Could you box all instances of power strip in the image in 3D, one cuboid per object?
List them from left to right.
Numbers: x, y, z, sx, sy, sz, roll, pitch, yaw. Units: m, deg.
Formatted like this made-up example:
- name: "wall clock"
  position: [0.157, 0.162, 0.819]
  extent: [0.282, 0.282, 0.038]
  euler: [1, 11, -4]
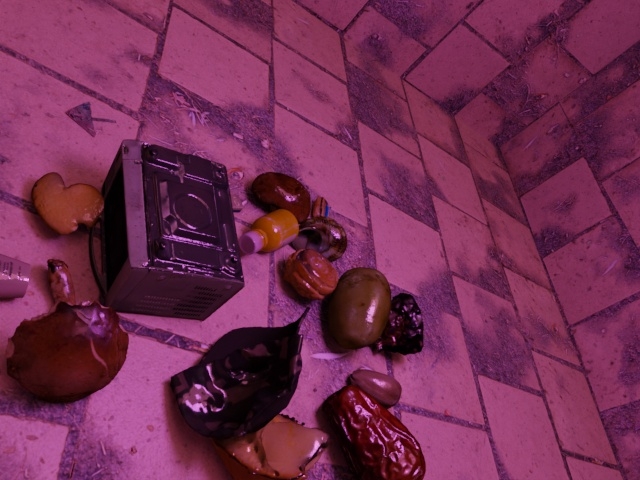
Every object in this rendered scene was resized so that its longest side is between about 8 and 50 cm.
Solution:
- name: "power strip"
  position: [-0.312, -0.123, 1.801]
  extent: [0.123, 0.032, 0.056]
  euler: [-1, 59, -46]

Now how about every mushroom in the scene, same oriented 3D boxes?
- name: "mushroom"
  position: [-0.521, 0.191, 1.206]
  extent: [0.301, 0.208, 0.232]
  euler: [-87, 168, -56]
- name: "mushroom"
  position: [-0.127, -0.163, 1.942]
  extent: [0.231, 0.138, 0.194]
  euler: [30, 40, -26]

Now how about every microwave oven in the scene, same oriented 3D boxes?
- name: "microwave oven"
  position: [-0.396, -0.029, 1.449]
  extent: [0.333, 0.247, 0.394]
  euler: [13, 50, -39]

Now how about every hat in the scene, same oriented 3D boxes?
- name: "hat"
  position: [-0.145, 0.325, 1.395]
  extent: [0.382, 0.367, 0.257]
  euler: [6, 68, -67]

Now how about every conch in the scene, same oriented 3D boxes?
- name: "conch"
  position: [0.000, -0.001, 1.949]
  extent: [0.124, 0.188, 0.181]
  euler: [-97, 173, -63]

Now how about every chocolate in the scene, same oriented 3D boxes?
- name: "chocolate"
  position: [0.235, 0.297, 1.912]
  extent: [0.177, 0.206, 0.224]
  euler: [-8, 44, -17]

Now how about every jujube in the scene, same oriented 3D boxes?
- name: "jujube"
  position: [0.145, 0.565, 1.562]
  extent: [0.342, 0.216, 0.216]
  euler: [47, 34, 16]

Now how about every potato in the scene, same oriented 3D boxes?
- name: "potato"
  position: [0.127, 0.217, 1.817]
  extent: [0.216, 0.216, 0.304]
  euler: [41, 44, -13]

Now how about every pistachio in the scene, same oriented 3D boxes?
- name: "pistachio"
  position: [0.176, 0.464, 1.747]
  extent: [0.186, 0.108, 0.126]
  euler: [28, 18, -17]

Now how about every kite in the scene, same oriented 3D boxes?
- name: "kite"
  position: [-0.677, -0.359, 1.642]
  extent: [0.153, 0.005, 0.137]
  euler: [8, 56, -43]

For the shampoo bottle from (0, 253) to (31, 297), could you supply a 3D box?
- name: "shampoo bottle"
  position: [-0.746, 0.059, 1.141]
  extent: [0.257, 0.078, 0.127]
  euler: [15, 49, -37]

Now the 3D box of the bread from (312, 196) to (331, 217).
- name: "bread"
  position: [0.001, -0.115, 2.112]
  extent: [0.072, 0.053, 0.105]
  euler: [52, 31, -39]

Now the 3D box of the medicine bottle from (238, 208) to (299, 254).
- name: "medicine bottle"
  position: [-0.172, -0.019, 1.782]
  extent: [0.121, 0.122, 0.212]
  euler: [54, 37, 4]

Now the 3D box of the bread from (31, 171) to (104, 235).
- name: "bread"
  position: [-0.627, -0.093, 1.379]
  extent: [0.149, 0.065, 0.187]
  euler: [-33, 72, -23]

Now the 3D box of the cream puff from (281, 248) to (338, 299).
- name: "cream puff"
  position: [-0.040, 0.114, 1.797]
  extent: [0.189, 0.129, 0.189]
  euler: [34, 24, -17]

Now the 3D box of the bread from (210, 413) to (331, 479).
- name: "bread"
  position: [-0.132, 0.514, 1.329]
  extent: [0.262, 0.162, 0.204]
  euler: [17, 23, 31]
